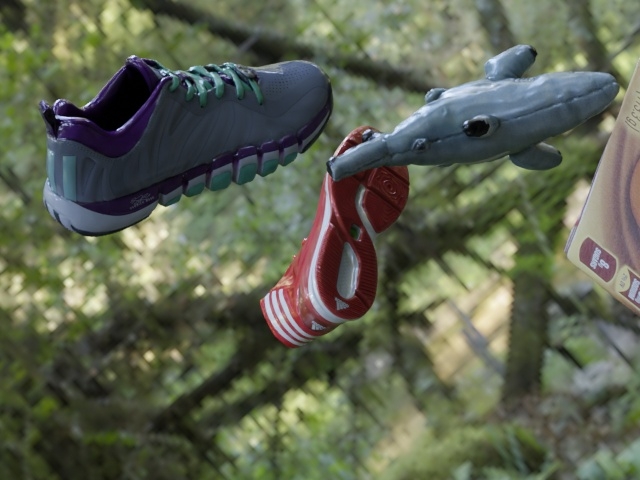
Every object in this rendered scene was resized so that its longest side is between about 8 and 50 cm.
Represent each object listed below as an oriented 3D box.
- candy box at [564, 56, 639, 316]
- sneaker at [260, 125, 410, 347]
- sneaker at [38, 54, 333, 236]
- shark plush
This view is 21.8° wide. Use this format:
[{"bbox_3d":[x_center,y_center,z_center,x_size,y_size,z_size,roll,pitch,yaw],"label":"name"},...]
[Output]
[{"bbox_3d":[0.268,0.021,0.723,0.087,0.316,0.183,-26,-35,-34],"label":"candy box"},{"bbox_3d":[0.000,0.000,1.485,0.128,0.087,0.221,-35,24,43],"label":"sneaker"},{"bbox_3d":[-0.080,-0.086,1.079,0.223,0.083,0.098,-30,-43,-30],"label":"sneaker"},{"bbox_3d":[0.080,-0.070,0.918,0.161,0.073,0.067,-4,6,-14],"label":"shark plush"}]
